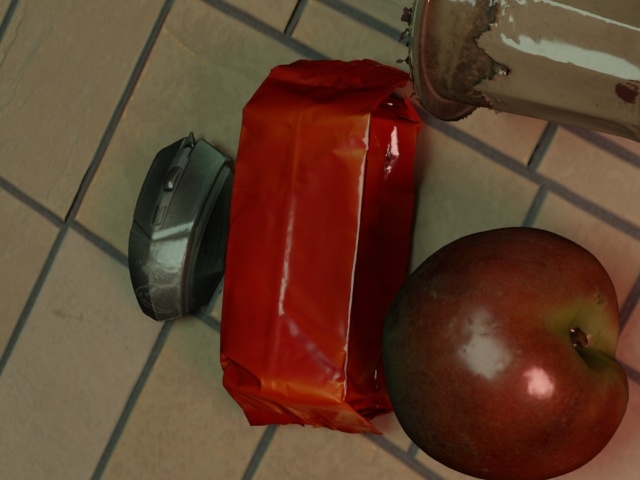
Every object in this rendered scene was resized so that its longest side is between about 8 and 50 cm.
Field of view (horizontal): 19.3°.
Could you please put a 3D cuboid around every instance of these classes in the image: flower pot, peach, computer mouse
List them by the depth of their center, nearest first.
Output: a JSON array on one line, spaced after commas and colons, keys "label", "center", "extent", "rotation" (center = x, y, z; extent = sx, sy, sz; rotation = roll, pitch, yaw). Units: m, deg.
[{"label": "flower pot", "center": [0.251, -0.218, 1.835], "extent": [0.259, 0.290, 0.290], "rotation": [23, 95, 27]}, {"label": "peach", "center": [0.177, 0.113, 1.840], "extent": [0.252, 0.252, 0.252], "rotation": [-8, 77, 35]}, {"label": "computer mouse", "center": [-0.173, -0.018, 2.223], "extent": [0.126, 0.071, 0.231], "rotation": [8, 85, 37]}]

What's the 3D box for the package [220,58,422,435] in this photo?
[{"label": "package", "center": [0.000, 0.001, 2.059], "extent": [0.196, 0.123, 0.423], "rotation": [4, 85, 35]}]
